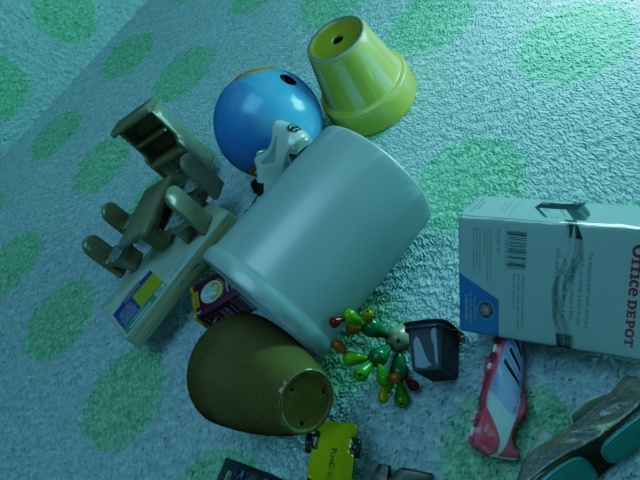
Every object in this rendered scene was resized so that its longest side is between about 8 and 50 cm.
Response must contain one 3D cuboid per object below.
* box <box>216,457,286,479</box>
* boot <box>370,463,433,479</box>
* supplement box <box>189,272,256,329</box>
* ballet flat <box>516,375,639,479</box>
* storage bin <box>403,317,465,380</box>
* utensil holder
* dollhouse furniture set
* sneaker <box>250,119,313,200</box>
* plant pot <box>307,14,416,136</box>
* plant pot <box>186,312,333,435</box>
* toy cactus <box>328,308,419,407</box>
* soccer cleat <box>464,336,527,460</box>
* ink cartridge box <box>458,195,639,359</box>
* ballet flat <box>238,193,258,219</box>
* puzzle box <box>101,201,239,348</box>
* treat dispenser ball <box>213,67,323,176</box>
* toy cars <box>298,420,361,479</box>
[{"bbox_3d":[-0.149,0.557,1.222,0.184,0.059,0.232,6,62,36],"label":"box"},{"bbox_3d":[0.138,0.446,1.134,0.119,0.042,0.086,-4,63,33],"label":"boot"},{"bbox_3d":[-0.216,0.128,1.566,0.188,0.081,0.104,-30,46,11],"label":"supplement box"},{"bbox_3d":[0.410,0.326,1.015,0.316,0.107,0.106,-34,26,0],"label":"ballet flat"},{"bbox_3d":[0.220,0.208,1.196,0.098,0.135,0.091,-11,64,27],"label":"storage bin"},{"bbox_3d":[0.000,0.000,1.359,0.385,0.327,0.328,-49,46,-11],"label":"utensil holder"},{"bbox_3d":[-0.478,-0.162,1.767,0.362,0.256,0.394,-24,37,33],"label":"dollhouse furniture set"},{"bbox_3d":[-0.105,-0.146,1.564,0.146,0.123,0.330,44,131,24],"label":"sneaker"},{"bbox_3d":[0.092,-0.442,1.674,0.254,0.239,0.253,-17,50,21],"label":"plant pot"},{"bbox_3d":[-0.094,0.276,1.227,0.254,0.237,0.237,7,61,54],"label":"plant pot"},{"bbox_3d":[0.128,0.207,1.242,0.181,0.112,0.219,-33,79,-37],"label":"toy cactus"},{"bbox_3d":[0.327,0.262,1.128,0.095,0.083,0.248,21,61,8],"label":"soccer cleat"},{"bbox_3d":[0.401,0.054,1.080,0.308,0.223,0.129,7,23,28],"label":"ink cartridge box"},{"bbox_3d":[-0.167,-0.069,1.697,0.070,0.070,0.188,22,75,41],"label":"ballet flat"},{"bbox_3d":[-0.404,0.070,1.707,0.408,0.052,0.272,-52,32,-9],"label":"puzzle box"},{"bbox_3d":[-0.137,-0.308,1.688,0.288,0.288,0.288,-17,50,22],"label":"treat dispenser ball"},{"bbox_3d":[0.075,0.475,1.072,0.177,0.087,0.394,-23,44,-23],"label":"toy cars"}]
